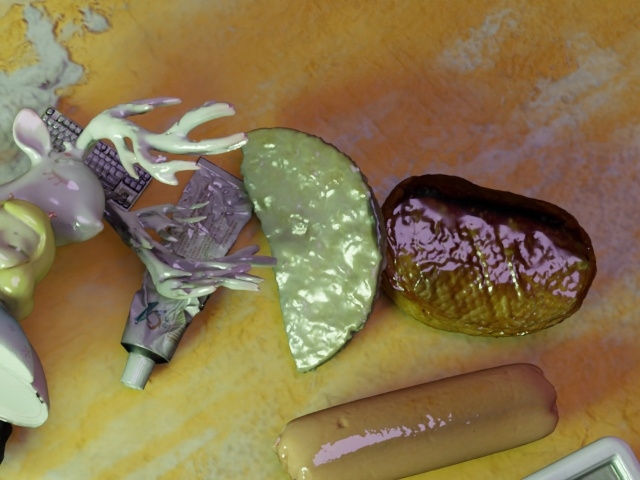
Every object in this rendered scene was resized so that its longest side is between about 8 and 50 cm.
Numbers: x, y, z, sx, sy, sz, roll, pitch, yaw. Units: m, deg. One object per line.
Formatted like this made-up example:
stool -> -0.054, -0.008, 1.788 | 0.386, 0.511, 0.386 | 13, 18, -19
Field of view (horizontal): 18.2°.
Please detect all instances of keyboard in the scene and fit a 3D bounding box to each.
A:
keyboard -> -0.233, -0.082, 2.000 | 0.129, 0.015, 0.049 | 35, 68, 2

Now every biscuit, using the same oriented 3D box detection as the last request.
biscuit -> 0.002, -0.004, 1.963 | 0.133, 0.032, 0.250 | -19, 80, 21

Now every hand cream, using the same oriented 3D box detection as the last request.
hand cream -> -0.136, 0.033, 1.965 | 0.084, 0.050, 0.257 | 26, 64, 1

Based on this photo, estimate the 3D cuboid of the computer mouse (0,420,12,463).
computer mouse -> -0.396, 0.143, 1.848 | 0.264, 0.088, 0.147 | 49, 50, 7

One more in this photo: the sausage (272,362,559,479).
sausage -> 0.096, 0.183, 1.937 | 0.289, 0.086, 0.086 | -11, 73, -17

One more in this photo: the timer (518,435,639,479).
timer -> 0.219, 0.319, 1.854 | 0.192, 0.195, 0.194 | -24, 76, -19

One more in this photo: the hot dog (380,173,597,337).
hot dog -> 0.162, 0.013, 2.002 | 0.226, 0.099, 0.161 | 16, 69, 1

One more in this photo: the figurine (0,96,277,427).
figurine -> -0.215, 0.014, 1.844 | 0.284, 0.206, 0.316 | 13, 58, 24
